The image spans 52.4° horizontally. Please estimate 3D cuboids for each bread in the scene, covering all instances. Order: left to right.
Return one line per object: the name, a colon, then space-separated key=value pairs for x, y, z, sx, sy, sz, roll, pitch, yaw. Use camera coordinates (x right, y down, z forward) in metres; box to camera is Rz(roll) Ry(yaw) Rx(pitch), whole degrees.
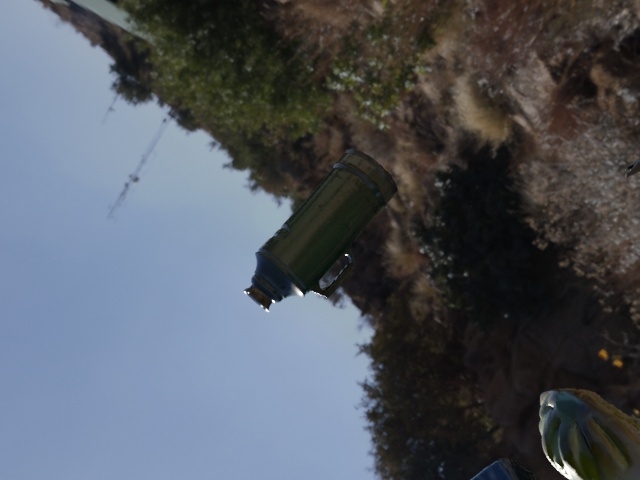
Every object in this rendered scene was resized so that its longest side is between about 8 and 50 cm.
bread: x=0.484 y=0.362 z=1.157 sx=0.158 sy=0.156 sz=0.260 roll=29 pitch=158 yaw=-20

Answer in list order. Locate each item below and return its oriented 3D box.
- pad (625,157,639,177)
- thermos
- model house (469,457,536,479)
pad: x=0.412 y=-0.161 z=0.618 sx=0.009 sy=0.159 sz=0.265 roll=60 pitch=160 yaw=22
thermos: x=-0.004 y=-0.003 z=0.684 sx=0.073 sy=0.188 sz=0.083 roll=31 pitch=162 yaw=40
model house: x=0.232 y=0.543 z=1.033 sx=0.382 sy=0.342 sz=0.334 roll=-13 pitch=-129 yaw=-18
